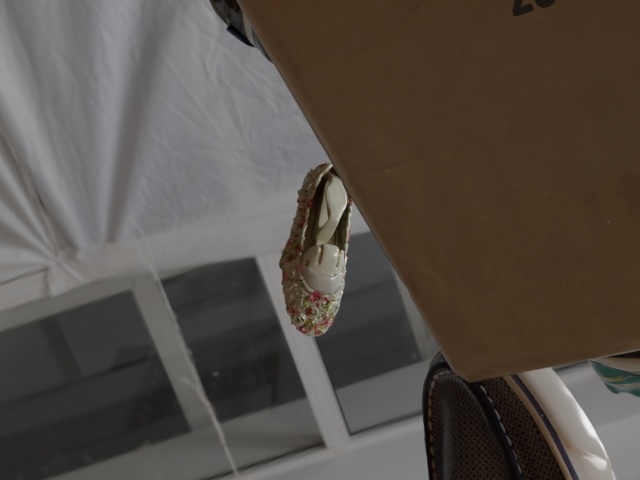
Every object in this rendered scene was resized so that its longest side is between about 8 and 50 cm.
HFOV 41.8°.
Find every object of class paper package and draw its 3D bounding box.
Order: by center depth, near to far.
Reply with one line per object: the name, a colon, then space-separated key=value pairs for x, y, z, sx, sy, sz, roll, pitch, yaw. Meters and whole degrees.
paper package: x=0.157 y=-0.115 z=0.383 sx=0.325 sy=0.309 sz=0.168 roll=-19 pitch=-157 yaw=29

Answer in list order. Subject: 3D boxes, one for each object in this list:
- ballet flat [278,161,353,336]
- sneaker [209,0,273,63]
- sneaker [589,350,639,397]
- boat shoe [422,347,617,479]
ballet flat: x=0.000 y=0.000 z=1.069 sx=0.091 sy=0.241 sz=0.077 roll=13 pitch=153 yaw=-19
sneaker: x=-0.054 y=-0.249 z=0.674 sx=0.121 sy=0.217 sz=0.079 roll=34 pitch=-132 yaw=32
sneaker: x=0.394 y=0.126 z=0.820 sx=0.275 sy=0.110 sz=0.107 roll=6 pitch=-133 yaw=45
boat shoe: x=0.094 y=0.216 z=0.474 sx=0.158 sy=0.340 sz=0.127 roll=-5 pitch=153 yaw=-28
